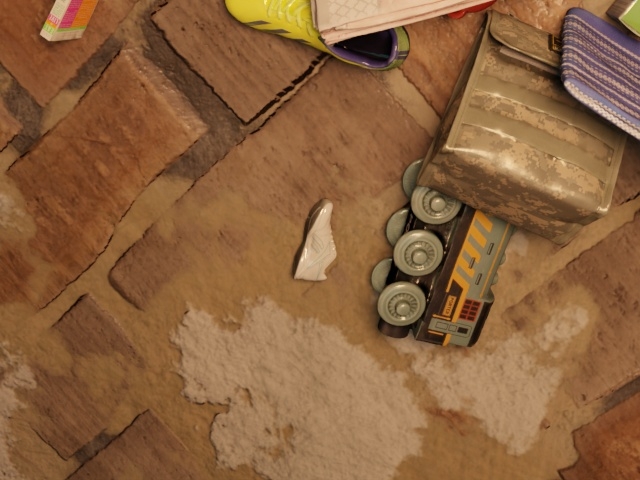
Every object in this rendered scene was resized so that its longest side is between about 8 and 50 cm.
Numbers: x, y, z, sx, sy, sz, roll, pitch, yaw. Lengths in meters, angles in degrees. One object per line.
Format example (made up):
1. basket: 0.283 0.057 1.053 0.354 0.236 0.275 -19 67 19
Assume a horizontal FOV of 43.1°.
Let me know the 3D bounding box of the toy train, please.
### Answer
1. toy train: 0.200 0.015 1.277 0.190 0.142 0.334 13 110 -8

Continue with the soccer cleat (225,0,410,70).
1. soccer cleat: -0.006 -0.324 1.185 0.289 0.121 0.093 19 112 2

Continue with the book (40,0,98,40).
1. book: -0.370 -0.376 1.241 0.035 0.096 0.144 35 112 -4

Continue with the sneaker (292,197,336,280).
1. sneaker: 0.000 0.000 1.348 0.061 0.054 0.152 13 115 -12

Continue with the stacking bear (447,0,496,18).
1. stacking bear: 0.283 -0.409 1.089 0.289 0.164 0.175 -23 74 29

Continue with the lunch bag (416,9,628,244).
1. lunch bag: 0.300 -0.176 1.128 0.235 0.169 0.287 23 69 -2

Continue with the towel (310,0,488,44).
1. towel: 0.117 -0.454 1.061 0.317 0.053 0.332 -10 84 24

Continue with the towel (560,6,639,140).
1. towel: 0.420 -0.200 1.048 0.243 0.336 0.040 31 123 -2

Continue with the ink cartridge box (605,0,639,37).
1. ink cartridge box: 0.485 -0.372 1.091 0.062 0.109 0.209 35 112 -5
